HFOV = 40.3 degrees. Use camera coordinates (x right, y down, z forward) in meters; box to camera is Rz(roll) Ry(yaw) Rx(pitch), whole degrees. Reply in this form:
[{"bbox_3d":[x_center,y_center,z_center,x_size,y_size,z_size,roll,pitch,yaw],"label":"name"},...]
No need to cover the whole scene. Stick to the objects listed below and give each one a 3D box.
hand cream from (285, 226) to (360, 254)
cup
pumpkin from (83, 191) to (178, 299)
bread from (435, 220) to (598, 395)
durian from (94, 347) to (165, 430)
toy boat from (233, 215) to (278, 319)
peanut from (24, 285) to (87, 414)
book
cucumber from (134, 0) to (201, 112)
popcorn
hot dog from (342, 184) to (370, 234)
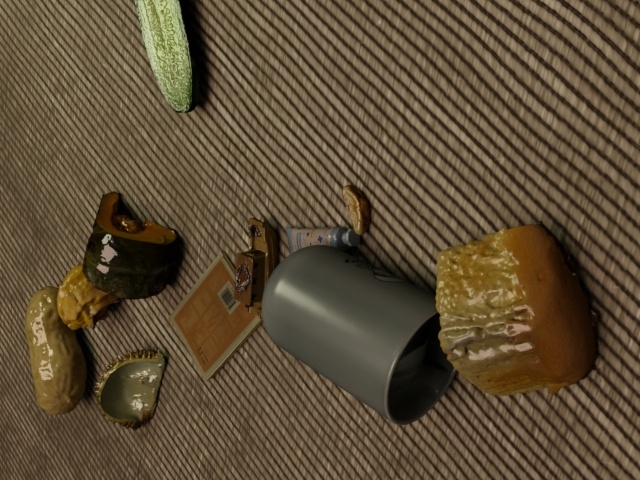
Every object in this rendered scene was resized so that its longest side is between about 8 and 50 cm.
[{"bbox_3d":[0.000,0.000,1.563,0.171,0.043,0.065,-5,95,47],"label":"hand cream"},{"bbox_3d":[0.059,0.138,1.429,0.312,0.205,0.205,27,116,35],"label":"cup"},{"bbox_3d":[-0.404,0.008,1.898,0.280,0.190,0.139,-99,22,-63],"label":"pumpkin"},{"bbox_3d":[0.284,0.116,1.259,0.204,0.162,0.262,-20,100,31],"label":"bread"},{"bbox_3d":[-0.435,0.334,1.986,0.139,0.144,0.252,21,109,13],"label":"durian"},{"bbox_3d":[-0.124,0.052,1.658,0.057,0.077,0.200,20,112,38],"label":"toy boat"},{"bbox_3d":[-0.643,0.269,2.134,0.147,0.147,0.318,-3,92,42],"label":"peanut"},{"bbox_3d":[-0.218,0.160,1.806,0.241,0.018,0.170,-48,67,37],"label":"book"},{"bbox_3d":[-0.284,-0.370,1.719,0.115,0.063,0.243,-8,93,34],"label":"cucumber"},{"bbox_3d":[-0.537,0.125,2.000,0.152,0.148,0.167,35,134,6],"label":"popcorn"},{"bbox_3d":[0.066,-0.055,1.498,0.034,0.030,0.090,-20,85,38],"label":"hot dog"}]
